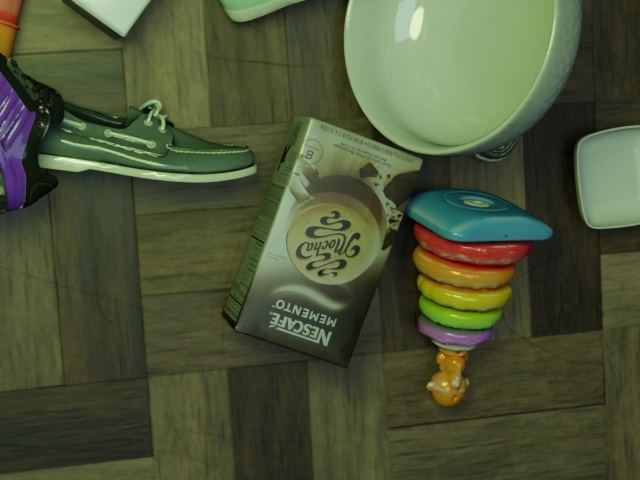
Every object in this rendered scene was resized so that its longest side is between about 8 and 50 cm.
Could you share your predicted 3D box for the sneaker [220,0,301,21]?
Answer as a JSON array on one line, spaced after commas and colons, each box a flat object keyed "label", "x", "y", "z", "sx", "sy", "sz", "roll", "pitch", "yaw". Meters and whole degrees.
[{"label": "sneaker", "x": -0.031, "y": -0.389, "z": 1.704, "sx": 0.256, "sy": 0.094, "sz": 0.151, "roll": -22, "pitch": 131, "yaw": 8}]

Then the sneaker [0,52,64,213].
[{"label": "sneaker", "x": -0.390, "y": -0.178, "z": 1.619, "sx": 0.146, "sy": 0.102, "sz": 0.293, "roll": -16, "pitch": 104, "yaw": -20}]

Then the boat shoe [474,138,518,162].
[{"label": "boat shoe", "x": 0.261, "y": -0.257, "z": 1.835, "sx": 0.109, "sy": 0.091, "sz": 0.305, "roll": 9, "pitch": 94, "yaw": -13}]

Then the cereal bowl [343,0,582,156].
[{"label": "cereal bowl", "x": 0.198, "y": -0.270, "z": 1.730, "sx": 0.141, "sy": 0.339, "sz": 0.339, "roll": 7, "pitch": 96, "yaw": -49}]

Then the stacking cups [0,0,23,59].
[{"label": "stacking cups", "x": -0.446, "y": -0.189, "z": 1.689, "sx": 0.096, "sy": 0.096, "sz": 0.316, "roll": 11, "pitch": 92, "yaw": -13}]

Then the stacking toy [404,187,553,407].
[{"label": "stacking toy", "x": 0.194, "y": 0.089, "z": 1.843, "sx": 0.175, "sy": 0.166, "sz": 0.302, "roll": -2, "pitch": 109, "yaw": -26}]

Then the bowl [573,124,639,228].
[{"label": "bowl", "x": 0.426, "y": -0.092, "z": 1.909, "sx": 0.142, "sy": 0.053, "sz": 0.142, "roll": -9, "pitch": 98, "yaw": -10}]

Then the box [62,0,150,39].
[{"label": "box", "x": -0.242, "y": -0.349, "z": 1.694, "sx": 0.091, "sy": 0.130, "sz": 0.170, "roll": 36, "pitch": 87, "yaw": -14}]

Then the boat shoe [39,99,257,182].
[{"label": "boat shoe", "x": -0.237, "y": -0.134, "z": 1.729, "sx": 0.319, "sy": 0.116, "sz": 0.099, "roll": 5, "pitch": 99, "yaw": -8}]

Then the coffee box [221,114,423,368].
[{"label": "coffee box", "x": 0.000, "y": 0.000, "z": 1.792, "sx": 0.168, "sy": 0.119, "sz": 0.297, "roll": 19, "pitch": 92, "yaw": -14}]
